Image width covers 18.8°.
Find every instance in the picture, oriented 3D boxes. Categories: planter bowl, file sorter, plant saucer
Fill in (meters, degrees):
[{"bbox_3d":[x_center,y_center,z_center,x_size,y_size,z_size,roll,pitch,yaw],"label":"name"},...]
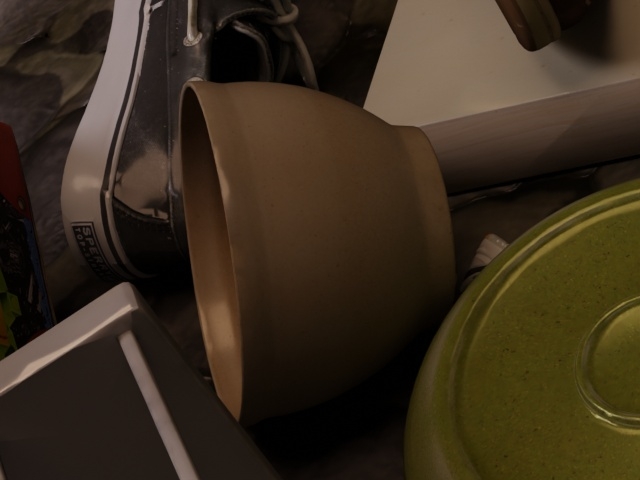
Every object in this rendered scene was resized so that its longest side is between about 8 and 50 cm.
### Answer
[{"bbox_3d":[0.000,0.000,0.906,0.109,0.162,0.162,-8,34,-11],"label":"planter bowl"},{"bbox_3d":[-0.121,0.195,0.720,0.277,0.193,0.173,-32,38,1],"label":"file sorter"},{"bbox_3d":[0.139,0.055,0.783,0.241,0.037,0.241,-16,45,17],"label":"plant saucer"}]

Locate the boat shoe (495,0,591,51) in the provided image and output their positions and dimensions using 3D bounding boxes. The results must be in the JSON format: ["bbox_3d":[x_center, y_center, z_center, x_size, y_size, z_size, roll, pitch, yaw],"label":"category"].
[{"bbox_3d":[0.125,-0.226,1.003,0.123,0.123,0.342,-22,31,18],"label":"boat shoe"}]

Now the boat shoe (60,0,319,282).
[{"bbox_3d":[-0.062,-0.112,1.108,0.105,0.113,0.306,-7,45,23],"label":"boat shoe"}]

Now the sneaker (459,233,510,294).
[{"bbox_3d":[0.096,0.029,0.891,0.037,0.032,0.083,-56,37,1],"label":"sneaker"}]

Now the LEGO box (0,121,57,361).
[{"bbox_3d":[-0.432,0.069,0.926,0.500,0.372,0.193,-20,71,17],"label":"LEGO box"}]

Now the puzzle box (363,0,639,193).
[{"bbox_3d":[0.231,-0.161,0.987,0.409,0.052,0.272,-10,41,29],"label":"puzzle box"}]
